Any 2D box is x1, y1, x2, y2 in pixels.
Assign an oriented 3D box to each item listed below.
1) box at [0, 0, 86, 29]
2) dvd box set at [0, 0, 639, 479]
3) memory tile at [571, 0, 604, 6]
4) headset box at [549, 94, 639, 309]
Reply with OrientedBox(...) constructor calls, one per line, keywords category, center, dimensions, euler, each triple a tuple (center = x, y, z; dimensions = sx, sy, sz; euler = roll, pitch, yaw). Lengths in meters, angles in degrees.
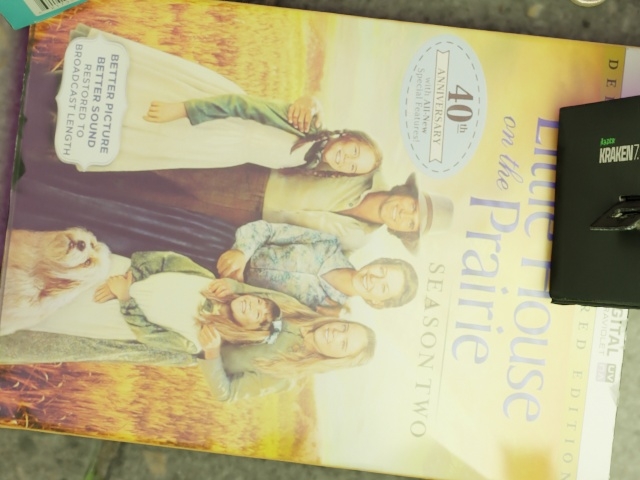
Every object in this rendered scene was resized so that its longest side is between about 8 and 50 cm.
OrientedBox(category="box", center=(-0.199, -0.271, 1.103), dimensions=(0.100, 0.060, 0.244), euler=(-21, 73, 2))
OrientedBox(category="dvd box set", center=(0.000, 0.000, 1.125), dimensions=(0.420, 0.062, 0.307), euler=(7, 90, 2))
OrientedBox(category="memory tile", center=(0.193, -0.245, 1.143), dimensions=(0.113, 0.012, 0.148), euler=(40, 91, 2))
OrientedBox(category="headset box", center=(0.298, -0.017, 0.983), dimensions=(0.283, 0.246, 0.131), euler=(4, 89, -19))
